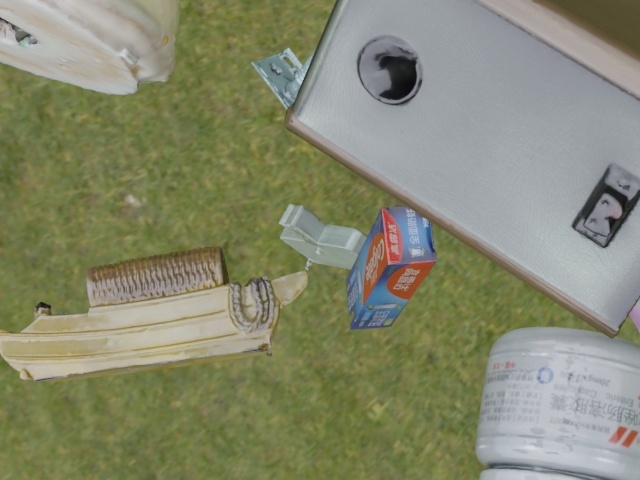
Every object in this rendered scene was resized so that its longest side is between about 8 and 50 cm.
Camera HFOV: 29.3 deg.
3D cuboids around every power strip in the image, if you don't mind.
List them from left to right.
[{"bbox_3d":[0.000,0.000,1.943,0.145,0.061,0.216,37,165,-28],"label":"power strip"}]

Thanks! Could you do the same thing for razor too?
[{"bbox_3d":[0.018,-0.226,1.365,0.106,0.068,0.232,52,137,8],"label":"razor"}]

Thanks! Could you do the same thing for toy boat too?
[{"bbox_3d":[-0.163,0.070,1.210,0.310,0.089,0.115,-8,82,2],"label":"toy boat"}]

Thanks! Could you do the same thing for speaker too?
[{"bbox_3d":[0.128,-0.089,0.720,0.231,0.192,0.153,34,126,12],"label":"speaker"}]

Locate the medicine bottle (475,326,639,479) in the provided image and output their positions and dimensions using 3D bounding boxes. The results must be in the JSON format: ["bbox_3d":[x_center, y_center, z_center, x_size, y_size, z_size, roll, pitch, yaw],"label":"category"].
[{"bbox_3d":[0.333,0.291,1.674,0.245,0.245,0.306,2,73,28],"label":"medicine bottle"}]

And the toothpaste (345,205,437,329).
[{"bbox_3d":[0.087,0.041,1.599,0.066,0.320,0.076,-4,72,-7],"label":"toothpaste"}]

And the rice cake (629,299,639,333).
[{"bbox_3d":[0.307,0.102,1.050,0.047,0.036,0.206,116,144,-46],"label":"rice cake"}]

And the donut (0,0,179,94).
[{"bbox_3d":[-0.329,-0.293,1.364,0.383,0.382,0.142,14,80,24],"label":"donut"}]
